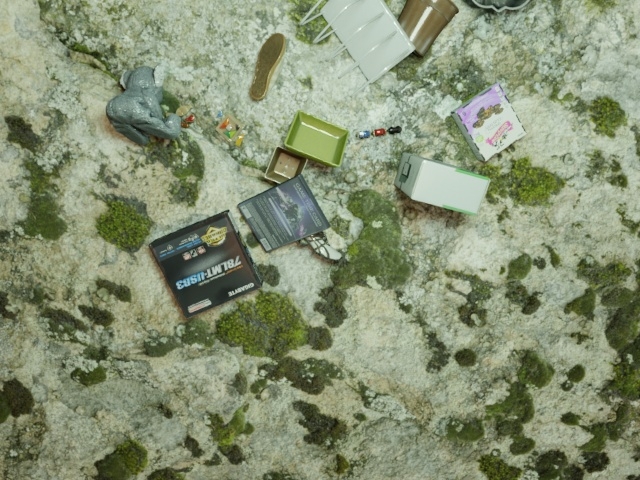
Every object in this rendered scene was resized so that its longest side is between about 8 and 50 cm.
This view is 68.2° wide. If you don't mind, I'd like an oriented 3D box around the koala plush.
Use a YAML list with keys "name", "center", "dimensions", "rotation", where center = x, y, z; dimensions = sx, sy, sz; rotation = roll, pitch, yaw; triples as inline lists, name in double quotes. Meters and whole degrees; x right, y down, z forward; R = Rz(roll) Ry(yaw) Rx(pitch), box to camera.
- name: "koala plush"
  center: [-0.546, -0.441, 1.453]
  dimensions: [0.196, 0.203, 0.222]
  rotation: [-2, 74, 25]

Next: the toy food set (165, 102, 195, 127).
- name: "toy food set"
  center: [-0.462, -0.390, 1.545]
  dimensions: [0.122, 0.019, 0.078]
  rotation: [-22, 102, 3]

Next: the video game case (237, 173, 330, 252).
- name: "video game case"
  center: [-0.125, -0.083, 1.556]
  dimensions: [0.274, 0.026, 0.196]
  rotation: [-21, 107, 31]

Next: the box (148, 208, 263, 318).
- name: "box"
  center: [-0.389, 0.082, 1.629]
  dimensions: [0.295, 0.073, 0.294]
  rotation: [-22, 102, 3]

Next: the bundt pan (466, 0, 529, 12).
- name: "bundt pan"
  center: [0.537, -0.855, 1.432]
  dimensions: [0.330, 0.124, 0.331]
  rotation: [0, 102, -2]

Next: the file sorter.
- name: "file sorter"
  center: [0.101, -0.604, 1.401]
  dimensions: [0.278, 0.192, 0.173]
  rotation: [52, 52, -11]

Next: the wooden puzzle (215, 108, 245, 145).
- name: "wooden puzzle"
  center: [-0.299, -0.372, 1.559]
  dimensions: [0.116, 0.014, 0.079]
  rotation: [35, 99, -9]

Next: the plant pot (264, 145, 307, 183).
- name: "plant pot"
  center: [-0.113, -0.243, 1.554]
  dimensions: [0.109, 0.096, 0.109]
  rotation: [22, 101, -8]

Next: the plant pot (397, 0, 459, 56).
- name: "plant pot"
  center: [0.309, -0.670, 1.453]
  dimensions: [0.166, 0.167, 0.165]
  rotation: [29, 108, -8]

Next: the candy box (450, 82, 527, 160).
- name: "candy box"
  center: [0.555, -0.389, 1.563]
  dimensions: [0.164, 0.070, 0.196]
  rotation: [-34, 101, 5]

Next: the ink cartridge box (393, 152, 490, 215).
- name: "ink cartridge box"
  center: [0.369, -0.186, 1.490]
  dimensions: [0.210, 0.289, 0.122]
  rotation: [14, 104, -5]

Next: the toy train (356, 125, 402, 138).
- name: "toy train"
  center: [0.194, -0.359, 1.571]
  dimensions: [0.158, 0.036, 0.027]
  rotation: [-9, 103, 0]

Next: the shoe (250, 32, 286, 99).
- name: "shoe"
  center: [-0.165, -0.551, 1.509]
  dimensions: [0.076, 0.058, 0.219]
  rotation: [25, 97, 13]

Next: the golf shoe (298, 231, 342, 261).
- name: "golf shoe"
  center: [0.000, 0.000, 1.623]
  dimensions: [0.198, 0.077, 0.094]
  rotation: [30, 99, -10]

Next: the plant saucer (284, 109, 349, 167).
- name: "plant saucer"
  center: [-0.013, -0.318, 1.524]
  dimensions: [0.188, 0.189, 0.045]
  rotation: [21, 140, -7]
